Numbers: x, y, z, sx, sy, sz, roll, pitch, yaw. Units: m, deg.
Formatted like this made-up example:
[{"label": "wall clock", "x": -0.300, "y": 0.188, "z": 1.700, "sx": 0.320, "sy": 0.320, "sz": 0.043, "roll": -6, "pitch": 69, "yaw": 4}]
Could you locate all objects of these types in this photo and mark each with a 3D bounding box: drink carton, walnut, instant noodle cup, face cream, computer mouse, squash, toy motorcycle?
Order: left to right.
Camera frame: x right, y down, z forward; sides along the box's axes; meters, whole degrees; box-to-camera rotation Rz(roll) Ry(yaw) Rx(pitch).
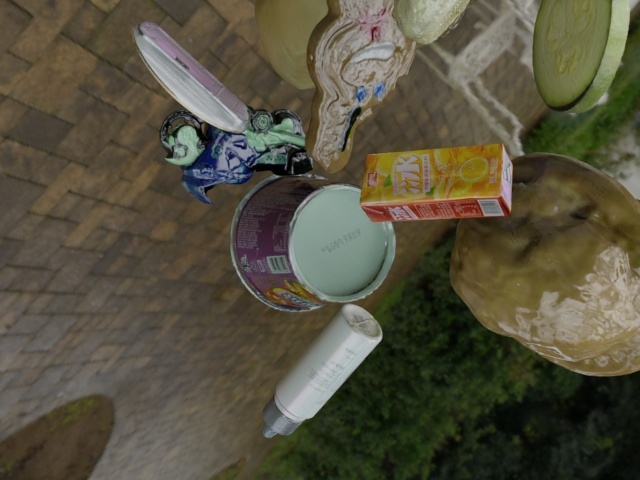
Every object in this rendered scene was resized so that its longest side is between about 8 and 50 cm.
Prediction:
[{"label": "computer mouse", "x": -0.219, "y": -0.265, "z": 1.316, "sx": 0.056, "sy": 0.245, "sz": 0.126, "roll": -43, "pitch": -166, "yaw": 18}, {"label": "toy motorcycle", "x": -0.172, "y": -0.178, "z": 1.634, "sx": 0.331, "sy": 0.125, "sz": 0.197, "roll": -6, "pitch": 106, "yaw": -29}, {"label": "face cream", "x": -0.015, "y": 0.249, "z": 1.407, "sx": 0.311, "sy": 0.092, "sz": 0.092, "roll": -52, "pitch": 166, "yaw": 22}, {"label": "instant noodle cup", "x": 0.000, "y": 0.000, "z": 1.730, "sx": 0.340, "sy": 0.340, "sz": 0.266, "roll": -42, "pitch": -165, "yaw": -19}, {"label": "drink carton", "x": 0.179, "y": -0.088, "z": 1.225, "sx": 0.071, "sy": 0.222, "sz": 0.096, "roll": 46, "pitch": 46, "yaw": -55}, {"label": "walnut", "x": 0.416, "y": 0.034, "z": 1.328, "sx": 0.383, "sy": 0.383, "sz": 0.384, "roll": -44, "pitch": 166, "yaw": -14}, {"label": "squash", "x": 0.429, "y": -0.337, "z": 1.308, "sx": 0.048, "sy": 0.252, "sz": 0.252, "roll": 3, "pitch": 147, "yaw": -13}]

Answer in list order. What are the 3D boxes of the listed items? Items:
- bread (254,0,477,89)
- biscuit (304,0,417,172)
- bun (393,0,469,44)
[{"label": "bread", "x": 0.063, "y": -0.437, "z": 1.406, "sx": 0.348, "sy": 0.253, "sz": 0.376, "roll": -40, "pitch": -163, "yaw": -28}, {"label": "biscuit", "x": 0.054, "y": -0.250, "z": 1.128, "sx": 0.183, "sy": 0.047, "sz": 0.320, "roll": 11, "pitch": 108, "yaw": -41}, {"label": "bun", "x": 0.125, "y": -0.273, "z": 0.863, "sx": 0.115, "sy": 0.069, "sz": 0.115, "roll": -49, "pitch": 177, "yaw": -3}]
